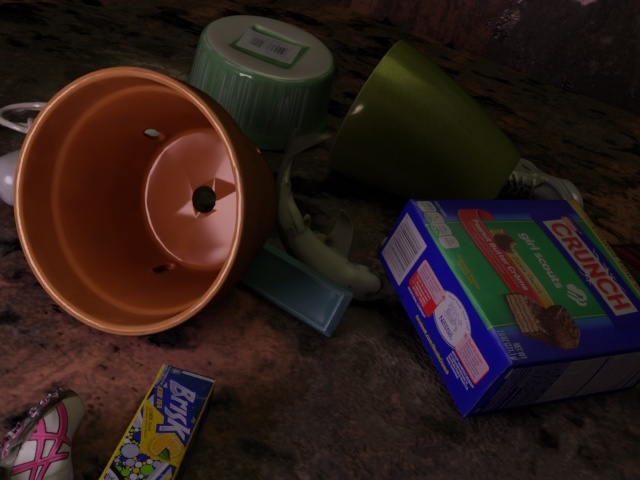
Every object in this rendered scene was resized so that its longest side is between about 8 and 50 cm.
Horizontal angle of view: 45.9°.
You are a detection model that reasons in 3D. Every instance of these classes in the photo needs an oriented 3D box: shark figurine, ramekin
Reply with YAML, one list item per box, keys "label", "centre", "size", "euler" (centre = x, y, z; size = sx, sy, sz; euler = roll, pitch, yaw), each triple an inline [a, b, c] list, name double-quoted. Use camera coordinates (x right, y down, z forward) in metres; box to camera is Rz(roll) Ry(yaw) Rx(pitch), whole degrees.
- label: "shark figurine"
  centre: [-0.025, -0.014, 1.066]
  size: [0.166, 0.278, 0.116]
  euler: [-27, 2, -17]
- label: "ramekin"
  centre: [-0.116, -0.327, 1.519]
  size: [0.303, 0.148, 0.303]
  euler: [11, 38, -9]

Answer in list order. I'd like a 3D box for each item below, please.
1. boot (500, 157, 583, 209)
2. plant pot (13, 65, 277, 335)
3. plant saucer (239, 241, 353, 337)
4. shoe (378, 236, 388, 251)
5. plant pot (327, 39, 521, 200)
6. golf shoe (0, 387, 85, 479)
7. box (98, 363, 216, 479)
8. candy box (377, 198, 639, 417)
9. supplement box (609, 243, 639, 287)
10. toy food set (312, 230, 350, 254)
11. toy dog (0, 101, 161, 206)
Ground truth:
- label: "boot"
  centre: [0.416, -0.103, 1.551]
  size: [0.123, 0.095, 0.258]
  euler: [0, 23, -20]
- label: "plant pot"
  centre: [-0.179, -0.046, 0.903]
  size: [0.291, 0.291, 0.203]
  euler: [26, 12, 17]
- label: "plant saucer"
  centre: [-0.052, 0.052, 0.990]
  size: [0.192, 0.067, 0.018]
  euler: [29, 5, 21]
- label: "shoe"
  centre: [0.198, 0.034, 1.180]
  size: [0.219, 0.058, 0.076]
  euler: [23, 27, 10]
- label: "plant pot"
  centre: [0.208, -0.176, 1.397]
  size: [0.293, 0.274, 0.275]
  euler: [32, 29, 7]
- label: "golf shoe"
  centre: [-0.238, 0.198, 0.625]
  size: [0.086, 0.067, 0.186]
  euler: [42, 25, -10]
- label: "box"
  centre: [-0.147, 0.188, 0.691]
  size: [0.059, 0.054, 0.169]
  euler: [17, 27, 0]
- label: "candy box"
  centre: [0.277, 0.076, 1.015]
  size: [0.317, 0.122, 0.268]
  euler: [-1, 48, -32]
- label: "supplement box"
  centre: [0.529, 0.067, 1.296]
  size: [0.239, 0.073, 0.130]
  euler: [0, 31, -32]
- label: "toy food set"
  centre: [0.002, 0.009, 1.154]
  size: [0.083, 0.020, 0.083]
  euler: [-3, 33, -34]
- label: "toy dog"
  centre: [-0.291, -0.100, 1.096]
  size: [0.334, 0.161, 0.220]
  euler: [-9, 37, -17]
